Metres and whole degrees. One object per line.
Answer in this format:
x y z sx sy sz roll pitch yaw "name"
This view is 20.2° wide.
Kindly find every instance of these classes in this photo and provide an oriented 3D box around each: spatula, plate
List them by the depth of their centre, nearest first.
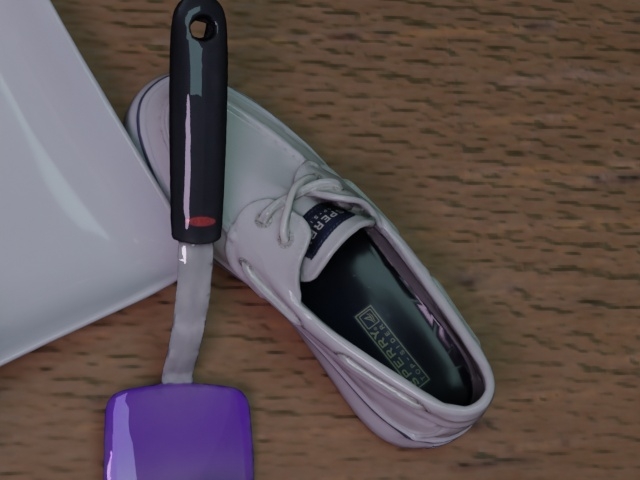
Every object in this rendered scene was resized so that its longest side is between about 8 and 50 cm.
-0.067 0.022 0.923 0.084 0.030 0.296 0 100 -21 "spatula"
-0.248 -0.040 0.931 0.278 0.045 0.277 -28 82 -21 "plate"

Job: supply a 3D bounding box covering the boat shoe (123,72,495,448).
0.000 0.000 0.964 0.258 0.084 0.095 43 68 1 "boat shoe"
